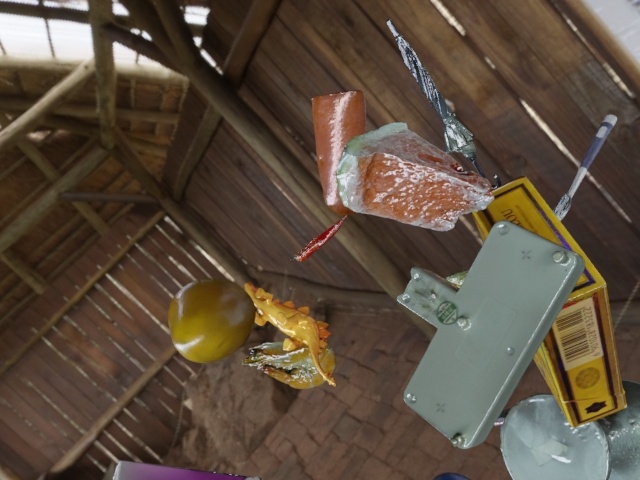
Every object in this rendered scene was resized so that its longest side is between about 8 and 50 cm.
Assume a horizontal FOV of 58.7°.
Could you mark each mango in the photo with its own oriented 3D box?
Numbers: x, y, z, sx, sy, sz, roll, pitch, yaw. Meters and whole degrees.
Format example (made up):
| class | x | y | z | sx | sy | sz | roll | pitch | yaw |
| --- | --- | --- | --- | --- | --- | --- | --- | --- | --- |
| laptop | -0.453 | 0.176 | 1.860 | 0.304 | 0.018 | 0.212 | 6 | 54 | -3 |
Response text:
| class | x | y | z | sx | sy | sz | roll | pitch | yaw |
| --- | --- | --- | --- | --- | --- | --- | --- | --- | --- |
| mango | -0.179 | 0.127 | 0.910 | 0.113 | 0.139 | 0.253 | -63 | 1 | 9 |

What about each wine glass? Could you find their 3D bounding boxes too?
| class | x | y | z | sx | sy | sz | roll | pitch | yaw |
| --- | --- | --- | --- | --- | --- | --- | --- | --- | --- |
| wine glass | 0.559 | 0.416 | 1.162 | 0.406 | 0.267 | 0.267 | 15 | -43 | -45 |

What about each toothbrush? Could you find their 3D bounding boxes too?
| class | x | y | z | sx | sy | sz | roll | pitch | yaw |
| --- | --- | --- | --- | --- | --- | --- | --- | --- | --- |
| toothbrush | 0.450 | -0.133 | 0.960 | 0.288 | 0.024 | 0.026 | -49 | -28 | -30 |

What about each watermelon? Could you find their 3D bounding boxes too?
| class | x | y | z | sx | sy | sz | roll | pitch | yaw |
| --- | --- | --- | --- | --- | --- | --- | --- | --- | --- |
| watermelon | 0.101 | -0.065 | 0.625 | 0.121 | 0.159 | 0.097 | -72 | -9 | -56 |

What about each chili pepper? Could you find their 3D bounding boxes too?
| class | x | y | z | sx | sy | sz | roll | pitch | yaw |
| --- | --- | --- | --- | --- | --- | --- | --- | --- | --- |
| chili pepper | 0.000 | 0.000 | 1.393 | 0.178 | 0.027 | 0.045 | -41 | 7 | 2 |
| chili pepper | 0.424 | 0.363 | 1.181 | 0.153 | 0.041 | 0.050 | -7 | -13 | 15 |

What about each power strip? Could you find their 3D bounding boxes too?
| class | x | y | z | sx | sy | sz | roll | pitch | yaw |
| --- | --- | --- | --- | --- | --- | --- | --- | --- | --- |
| power strip | 0.143 | 0.079 | 0.571 | 0.061 | 0.145 | 0.215 | 14 | -75 | -50 |

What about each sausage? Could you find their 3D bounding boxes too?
| class | x | y | z | sx | sy | sz | roll | pitch | yaw |
| --- | --- | --- | --- | --- | --- | --- | --- | --- | --- |
| sausage | 0.048 | -0.181 | 1.192 | 0.114 | 0.258 | 0.113 | -6 | 18 | 2 |

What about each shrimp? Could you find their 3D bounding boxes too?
| class | x | y | z | sx | sy | sz | roll | pitch | yaw |
| --- | --- | --- | --- | --- | --- | --- | --- | --- | --- |
| shrimp | -0.072 | 0.281 | 1.289 | 0.217 | 0.115 | 0.051 | 1 | -2 | -3 |

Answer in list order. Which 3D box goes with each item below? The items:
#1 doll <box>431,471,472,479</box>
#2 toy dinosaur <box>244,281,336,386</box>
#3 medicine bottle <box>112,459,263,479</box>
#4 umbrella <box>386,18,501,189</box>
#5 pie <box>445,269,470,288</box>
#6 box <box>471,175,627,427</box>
| class | x | y | z | sx | sy | sz | roll | pitch | yaw |
| --- | --- | --- | --- | --- | --- | --- | --- | --- | --- |
| doll | 0.330 | 0.721 | 1.430 | 0.215 | 0.161 | 0.256 | 25 | 96 | 58 |
| toy dinosaur | -0.041 | 0.162 | 1.063 | 0.117 | 0.288 | 0.070 | 3 | -61 | -53 |
| medicine bottle | -0.131 | 0.305 | 0.571 | 0.201 | 0.171 | 0.052 | -142 | 68 | -72 |
| umbrella | 0.157 | -0.173 | 0.762 | 0.044 | 0.269 | 0.044 | -40 | 10 | -21 |
| pie | 0.373 | 0.155 | 1.308 | 0.090 | 0.201 | 0.248 | -47 | -20 | -23 |
| box | 0.298 | 0.088 | 0.739 | 0.084 | 0.301 | 0.192 | -25 | 43 | 11 |
